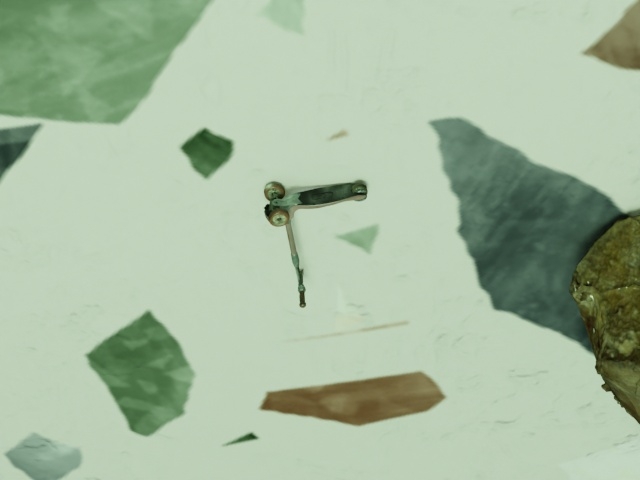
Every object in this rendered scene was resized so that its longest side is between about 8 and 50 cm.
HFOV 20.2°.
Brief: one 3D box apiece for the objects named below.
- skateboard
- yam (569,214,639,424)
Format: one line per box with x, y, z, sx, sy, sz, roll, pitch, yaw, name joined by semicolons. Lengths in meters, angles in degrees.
0.000;0.000;1.105;0.064;0.032;0.083;-9;134;-2;skateboard
0.261;0.086;1.116;0.128;0.129;0.238;10;152;49;yam
